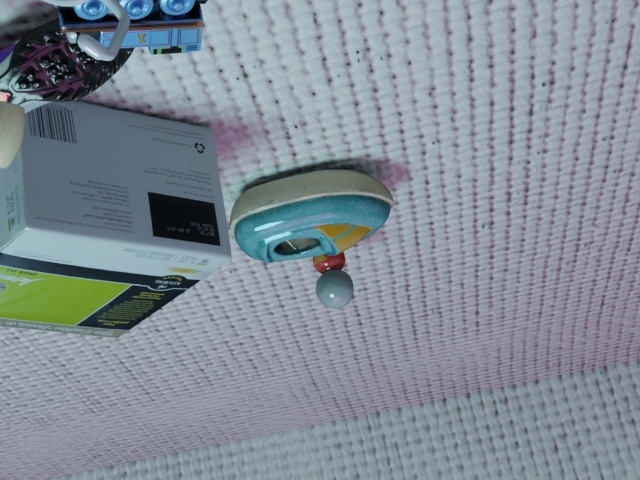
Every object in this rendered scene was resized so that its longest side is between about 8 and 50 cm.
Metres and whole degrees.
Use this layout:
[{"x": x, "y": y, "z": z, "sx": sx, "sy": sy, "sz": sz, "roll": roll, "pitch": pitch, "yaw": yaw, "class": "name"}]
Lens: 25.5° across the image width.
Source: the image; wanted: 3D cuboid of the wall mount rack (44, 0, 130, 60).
[{"x": -0.252, "y": -0.350, "z": 1.429, "sx": 0.350, "sy": 0.130, "sz": 0.304, "roll": -31, "pitch": 118, "yaw": 36, "class": "wall mount rack"}]

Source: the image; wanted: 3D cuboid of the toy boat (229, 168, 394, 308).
[{"x": 0.000, "y": 0.000, "z": 2.329, "sx": 0.267, "sy": 0.148, "sz": 0.318, "roll": -13, "pitch": 157, "yaw": 5, "class": "toy boat"}]

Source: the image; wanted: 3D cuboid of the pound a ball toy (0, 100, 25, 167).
[{"x": -0.486, "y": -0.210, "z": 1.575, "sx": 0.208, "sy": 0.136, "sz": 0.319, "roll": 23, "pitch": 178, "yaw": 34, "class": "pound a ball toy"}]

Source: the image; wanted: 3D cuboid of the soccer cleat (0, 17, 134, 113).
[{"x": -0.376, "y": -0.208, "z": 1.759, "sx": 0.318, "sy": 0.116, "sz": 0.109, "roll": -31, "pitch": 126, "yaw": 6, "class": "soccer cleat"}]

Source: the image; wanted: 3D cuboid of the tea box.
[{"x": -0.357, "y": -0.025, "z": 2.014, "sx": 0.329, "sy": 0.220, "sz": 0.323, "roll": 10, "pitch": 149, "yaw": -39, "class": "tea box"}]

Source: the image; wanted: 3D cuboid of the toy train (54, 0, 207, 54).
[{"x": -0.221, "y": -0.270, "z": 1.655, "sx": 0.184, "sy": 0.080, "sz": 0.105, "roll": -5, "pitch": 140, "yaw": -13, "class": "toy train"}]
